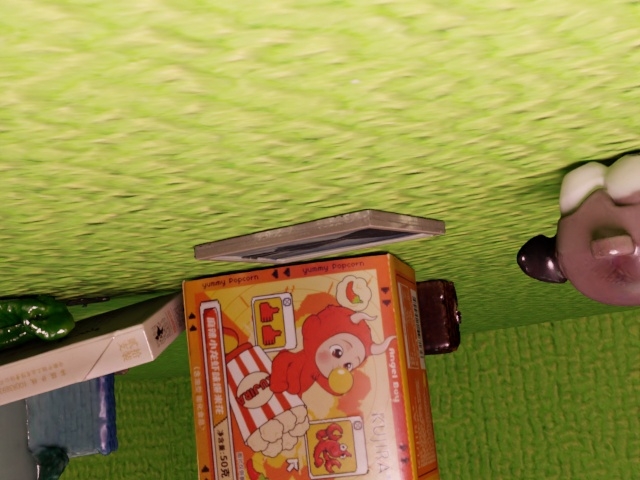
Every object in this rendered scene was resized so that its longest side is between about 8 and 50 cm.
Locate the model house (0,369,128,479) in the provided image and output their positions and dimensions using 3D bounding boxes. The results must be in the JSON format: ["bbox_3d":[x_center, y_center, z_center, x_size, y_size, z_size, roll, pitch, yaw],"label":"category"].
[{"bbox_3d":[-0.438,0.248,1.818,0.295,0.251,0.329,-12,176,31],"label":"model house"}]

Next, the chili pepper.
[{"bbox_3d":[-0.414,0.106,1.399,0.257,0.074,0.100,-13,173,10],"label":"chili pepper"}]

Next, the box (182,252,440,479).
[{"bbox_3d":[-0.008,0.177,1.427,0.260,0.283,0.214,-8,171,11],"label":"box"}]

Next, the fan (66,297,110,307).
[{"bbox_3d":[-0.300,0.081,1.519,0.056,0.004,0.083,-5,172,-15],"label":"fan"}]

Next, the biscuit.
[{"bbox_3d":[0.019,0.136,1.787,0.388,0.107,0.073,-8,169,14],"label":"biscuit"}]

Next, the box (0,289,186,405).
[{"bbox_3d":[-0.349,0.149,1.442,0.365,0.051,0.204,-17,-174,10],"label":"box"}]

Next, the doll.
[{"bbox_3d":[0.275,-0.005,0.966,0.182,0.117,0.257,-13,170,32],"label":"doll"}]

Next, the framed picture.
[{"bbox_3d":[0.000,0.000,1.150,0.203,0.015,0.150,-11,171,31],"label":"framed picture"}]
